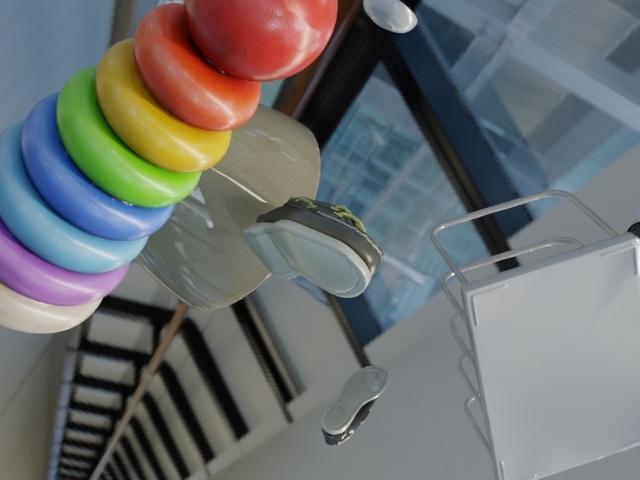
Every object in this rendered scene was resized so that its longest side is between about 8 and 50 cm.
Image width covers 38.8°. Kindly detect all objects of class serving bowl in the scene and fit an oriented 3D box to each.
[{"bbox_3d":[0.092,-0.313,1.260,0.027,0.083,0.083,-59,-177,-3],"label":"serving bowl"}]

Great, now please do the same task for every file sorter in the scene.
[{"bbox_3d":[0.253,0.109,1.064,0.173,0.193,0.277,-115,-171,-62],"label":"file sorter"}]

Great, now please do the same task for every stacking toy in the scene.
[{"bbox_3d":[-0.116,-0.075,0.594,0.330,0.141,0.141,-38,-166,29],"label":"stacking toy"}]

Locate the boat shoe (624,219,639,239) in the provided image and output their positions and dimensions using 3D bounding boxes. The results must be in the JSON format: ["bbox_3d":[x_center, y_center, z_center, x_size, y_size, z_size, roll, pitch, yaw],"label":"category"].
[{"bbox_3d":[0.455,0.025,1.195,0.049,0.133,0.042,-47,-159,16],"label":"boat shoe"}]

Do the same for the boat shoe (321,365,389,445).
[{"bbox_3d":[0.043,0.205,1.128,0.125,0.046,0.038,-47,149,-41],"label":"boat shoe"}]

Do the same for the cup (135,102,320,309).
[{"bbox_3d":[-0.201,-0.094,1.337,0.331,0.237,0.331,-29,-135,33],"label":"cup"}]

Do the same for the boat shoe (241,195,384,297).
[{"bbox_3d":[-0.003,-0.004,1.089,0.091,0.109,0.305,-40,-163,-16],"label":"boat shoe"}]
